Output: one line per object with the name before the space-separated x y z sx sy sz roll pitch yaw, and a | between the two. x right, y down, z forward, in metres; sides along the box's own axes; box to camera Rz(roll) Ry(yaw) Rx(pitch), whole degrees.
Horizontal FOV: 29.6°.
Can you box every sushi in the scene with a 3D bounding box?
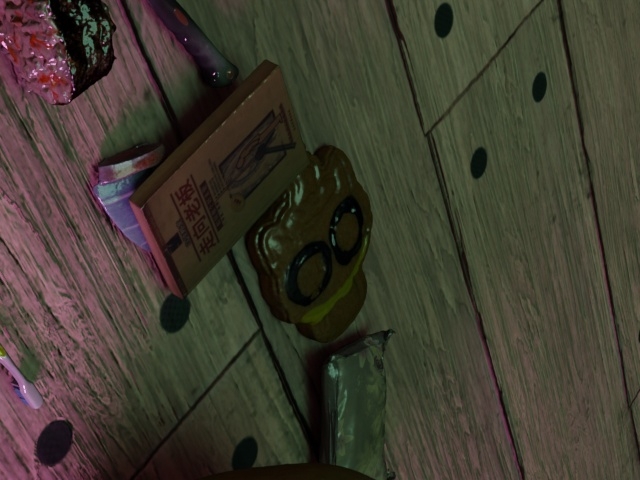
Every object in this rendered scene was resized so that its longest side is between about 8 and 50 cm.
sushi | -0.242 -0.199 1.077 0.078 0.090 0.150 -42 131 -43

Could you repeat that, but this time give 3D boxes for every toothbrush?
toothbrush | -0.321 0.070 1.109 0.022 0.026 0.263 -58 141 -34

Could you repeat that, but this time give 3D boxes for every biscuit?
biscuit | 0.000 0.000 1.506 0.208 0.041 0.290 -49 136 -34

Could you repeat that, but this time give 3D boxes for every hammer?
hammer | -0.165 -0.245 1.213 0.111 0.033 0.288 -62 142 -18

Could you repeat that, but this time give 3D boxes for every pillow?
pillow | 0.044 0.247 1.630 0.169 0.059 0.255 -20 115 -49

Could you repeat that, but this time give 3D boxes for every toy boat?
toy boat | -0.189 -0.032 1.248 0.096 0.034 0.122 -27 123 -40

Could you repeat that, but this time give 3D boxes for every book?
book | -0.103 -0.066 1.309 0.231 0.026 0.161 -49 146 -25

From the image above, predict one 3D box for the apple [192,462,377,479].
apple | -0.054 0.450 1.239 0.473 0.473 0.474 -21 118 -49
